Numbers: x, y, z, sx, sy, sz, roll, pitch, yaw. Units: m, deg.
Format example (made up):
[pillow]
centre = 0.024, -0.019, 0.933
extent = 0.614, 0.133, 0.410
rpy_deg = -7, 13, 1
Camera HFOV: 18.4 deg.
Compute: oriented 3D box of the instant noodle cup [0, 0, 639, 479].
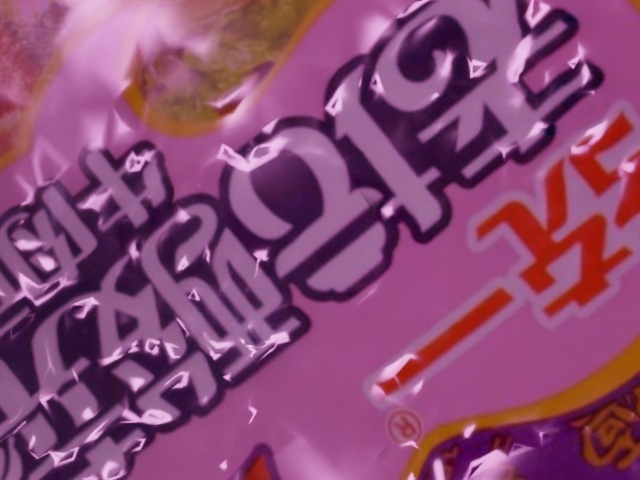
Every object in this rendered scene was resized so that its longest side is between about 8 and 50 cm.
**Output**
[instant noodle cup]
centre = 0.000, 0.000, 0.655
extent = 0.339, 0.340, 0.266
rpy_deg = 65, 8, 2
